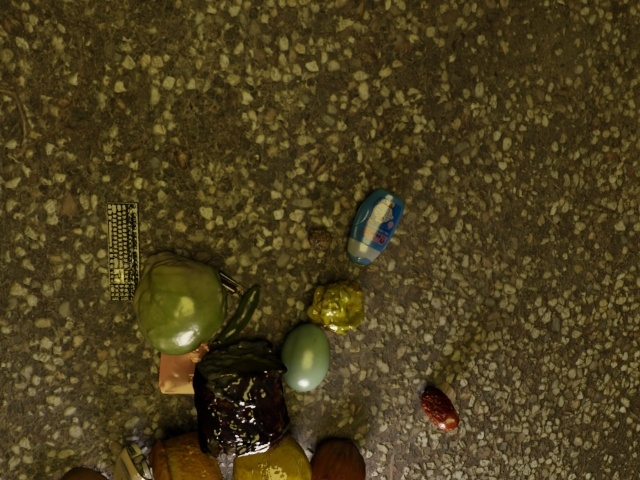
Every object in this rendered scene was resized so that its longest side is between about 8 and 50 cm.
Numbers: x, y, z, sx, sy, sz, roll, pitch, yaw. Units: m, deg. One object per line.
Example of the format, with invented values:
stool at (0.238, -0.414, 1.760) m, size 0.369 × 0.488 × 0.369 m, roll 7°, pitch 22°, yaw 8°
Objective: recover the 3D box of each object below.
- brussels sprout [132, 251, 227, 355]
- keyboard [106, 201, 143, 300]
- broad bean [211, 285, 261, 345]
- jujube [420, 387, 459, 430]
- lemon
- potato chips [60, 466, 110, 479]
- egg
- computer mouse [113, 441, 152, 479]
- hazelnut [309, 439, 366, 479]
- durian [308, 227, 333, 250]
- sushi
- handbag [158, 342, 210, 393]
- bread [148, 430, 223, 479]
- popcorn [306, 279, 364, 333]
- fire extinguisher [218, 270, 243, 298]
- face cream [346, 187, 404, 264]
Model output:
brussels sprout at (-0.418, 0.183, 1.441) m, size 0.274 × 0.243 × 0.316 m, roll -13°, pitch 76°, yaw 22°
keyboard at (-0.613, 0.038, 1.491) m, size 0.106 × 0.027 × 0.316 m, roll 0°, pitch 99°, yaw -11°
broad bean at (-0.267, 0.257, 1.589) m, size 0.065 × 0.046 × 0.254 m, roll 34°, pitch 92°, yaw -16°
jujube at (0.436, 0.612, 1.726) m, size 0.112 × 0.176 × 0.109 m, roll 25°, pitch 98°, yaw -21°
lemon at (-0.164, 0.765, 1.594) m, size 0.254 × 0.253 × 0.310 m, roll -32°, pitch 101°, yaw -5°
potato chips at (-0.768, 0.833, 1.527) m, size 0.196 × 0.062 × 0.208 m, roll -22°, pitch 70°, yaw -10°
egg at (-0.051, 0.390, 1.593) m, size 0.168 × 0.168 × 0.230 m, roll 9°, pitch 96°, yaw -13°
computer mouse at (-0.605, 0.756, 1.539) m, size 0.082 × 0.145 × 0.236 m, roll -12°, pitch 136°, yaw -44°
hazelnut at (0.064, 0.821, 1.684) m, size 0.210 × 0.186 × 0.210 m, roll 1°, pitch 101°, yaw 6°
durian at (0.000, 0.000, 1.582) m, size 0.080 × 0.080 × 0.091 m, roll 43°, pitch 46°, yaw -15°
sushi at (-0.253, 0.499, 1.500) m, size 0.300 × 0.281 × 0.294 m, roll -12°, pitch 111°, yaw -36°
handbag at (-0.447, 0.398, 1.570) m, size 0.158 × 0.059 × 0.212 m, roll 5°, pitch 100°, yaw -11°
bread at (-0.406, 0.780, 1.506) m, size 0.204 × 0.358 × 0.336 m, roll -16°, pitch 109°, yaw -25°
popcorn at (0.060, 0.220, 1.598) m, size 0.198 × 0.156 × 0.197 m, roll -6°, pitch 99°, yaw -39°
fire extinguisher at (-0.323, 0.134, 1.567) m, size 0.173 × 0.035 × 0.049 m, roll 34°, pitch 53°, yaw -15°
face cream at (0.176, -0.041, 1.611) m, size 0.149 × 0.083 × 0.263 m, roll 25°, pitch 94°, yaw -11°
